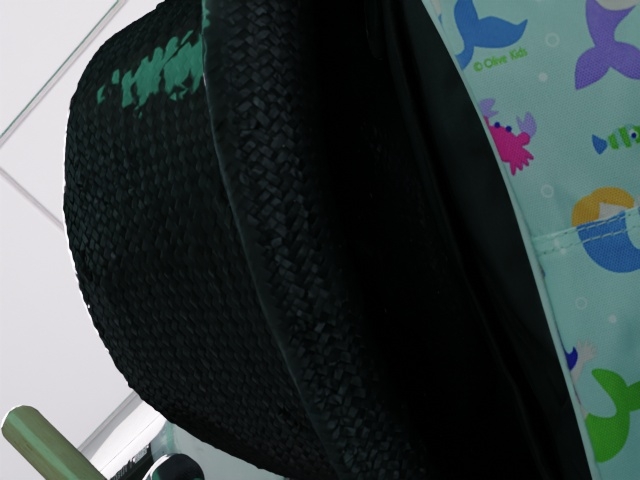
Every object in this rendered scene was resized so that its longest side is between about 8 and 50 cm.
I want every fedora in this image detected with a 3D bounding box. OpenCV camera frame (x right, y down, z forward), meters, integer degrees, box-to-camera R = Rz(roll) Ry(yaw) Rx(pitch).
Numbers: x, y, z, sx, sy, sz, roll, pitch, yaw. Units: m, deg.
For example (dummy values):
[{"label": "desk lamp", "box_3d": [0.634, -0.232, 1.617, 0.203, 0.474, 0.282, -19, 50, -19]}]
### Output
[{"label": "fedora", "box_3d": [0.000, 0.000, 0.678, 0.152, 0.334, 0.334, -11, 25, 29]}]

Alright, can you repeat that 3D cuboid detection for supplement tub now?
[{"label": "supplement tub", "box_3d": [-0.128, 0.218, 1.296, 0.190, 0.117, 0.117, -43, 7, 31]}]

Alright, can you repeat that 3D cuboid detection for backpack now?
[{"label": "backpack", "box_3d": [0.121, -0.038, 0.554, 0.191, 0.253, 0.225, -26, 9, 11]}]

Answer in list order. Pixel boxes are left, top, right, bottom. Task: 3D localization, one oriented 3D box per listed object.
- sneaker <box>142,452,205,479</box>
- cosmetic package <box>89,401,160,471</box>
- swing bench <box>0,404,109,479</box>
[{"label": "sneaker", "box_3d": [-0.168, 0.238, 1.211, 0.083, 0.098, 0.224, -7, -51, -54]}, {"label": "cosmetic package", "box_3d": [-0.096, 0.168, 1.425, 0.309, 0.113, 0.160, -43, 8, 34]}, {"label": "swing bench", "box_3d": [-0.107, 0.247, 0.621, 0.253, 0.165, 0.254, -47, 36, -8]}]
